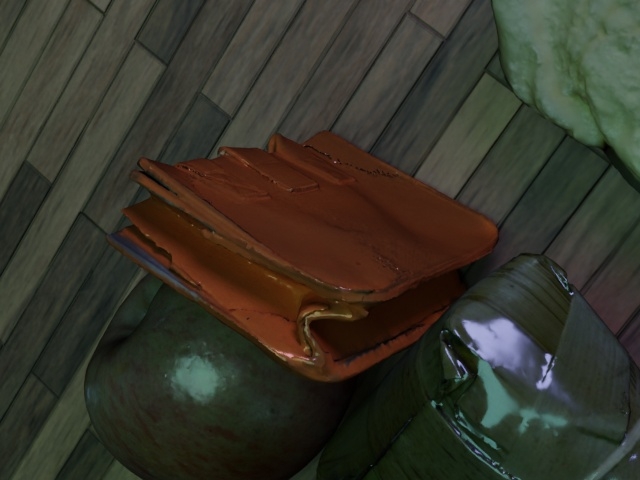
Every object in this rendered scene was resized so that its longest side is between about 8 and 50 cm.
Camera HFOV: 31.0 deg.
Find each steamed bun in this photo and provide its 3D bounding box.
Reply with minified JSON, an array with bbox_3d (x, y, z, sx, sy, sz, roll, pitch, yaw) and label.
[{"bbox_3d":[0.354,-0.218,1.167,0.372,0.230,0.325,33,138,14],"label":"steamed bun"}]

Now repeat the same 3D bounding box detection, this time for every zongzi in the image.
[{"bbox_3d":[0.215,0.320,1.192,0.467,0.218,0.500,50,141,12],"label":"zongzi"}]

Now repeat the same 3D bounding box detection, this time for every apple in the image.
[{"bbox_3d":[-0.127,0.146,1.375,0.345,0.269,0.345,-33,46,43],"label":"apple"}]

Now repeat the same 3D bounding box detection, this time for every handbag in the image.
[{"bbox_3d":[0.000,0.000,1.253,0.303,0.410,0.116,31,112,21],"label":"handbag"}]
